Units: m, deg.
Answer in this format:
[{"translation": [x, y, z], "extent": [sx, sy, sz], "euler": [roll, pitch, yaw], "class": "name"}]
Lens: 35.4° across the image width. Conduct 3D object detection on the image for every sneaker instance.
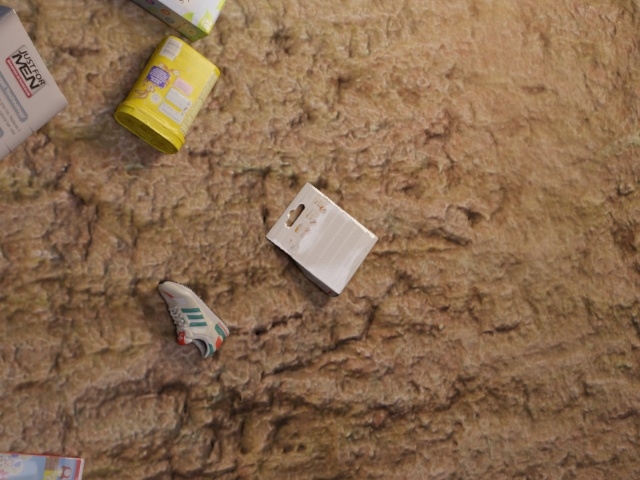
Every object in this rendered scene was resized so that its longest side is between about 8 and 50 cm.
[{"translation": [-0.232, 0.139, 1.750], "extent": [0.161, 0.057, 0.075], "euler": [47, 61, -23], "class": "sneaker"}]

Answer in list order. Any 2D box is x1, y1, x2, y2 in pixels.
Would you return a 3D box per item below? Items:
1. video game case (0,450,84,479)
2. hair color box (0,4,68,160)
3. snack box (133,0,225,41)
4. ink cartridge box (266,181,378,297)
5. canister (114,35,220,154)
[{"translation": [-0.528, 0.434, 1.579], "extent": [0.285, 0.025, 0.204], "euler": [12, 81, -30], "class": "video game case"}, {"translation": [-0.580, -0.173, 1.491], "extent": [0.374, 0.114, 0.185], "euler": [-46, 138, -24], "class": "hair color box"}, {"translation": [-0.257, -0.480, 1.761], "extent": [0.207, 0.070, 0.174], "euler": [31, 72, -28], "class": "snack box"}, {"translation": [0.000, 0.000, 1.917], "extent": [0.179, 0.045, 0.145], "euler": [38, 69, -4], "class": "ink cartridge box"}, {"translation": [-0.263, -0.254, 1.744], "extent": [0.126, 0.073, 0.170], "euler": [36, 69, -25], "class": "canister"}]
